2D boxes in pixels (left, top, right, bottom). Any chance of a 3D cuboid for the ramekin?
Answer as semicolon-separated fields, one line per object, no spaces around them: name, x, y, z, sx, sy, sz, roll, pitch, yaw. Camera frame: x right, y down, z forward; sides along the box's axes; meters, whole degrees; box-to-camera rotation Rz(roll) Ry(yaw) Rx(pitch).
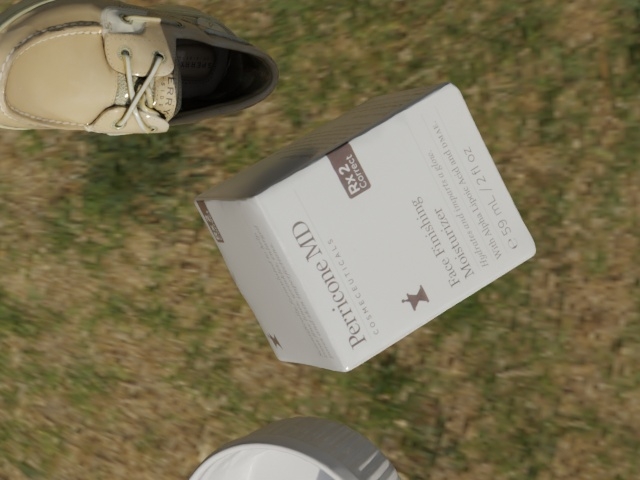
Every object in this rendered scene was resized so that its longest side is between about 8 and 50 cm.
ramekin;-0.016;0.257;1.633;0.109;0.207;0.207;-35;108;-60

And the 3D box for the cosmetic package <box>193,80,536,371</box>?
cosmetic package;0.031;-0.011;1.386;0.183;0.151;0.151;-32;101;-19

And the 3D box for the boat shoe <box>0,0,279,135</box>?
boat shoe;-0.151;-0.134;1.437;0.302;0.098;0.109;-10;118;-54
